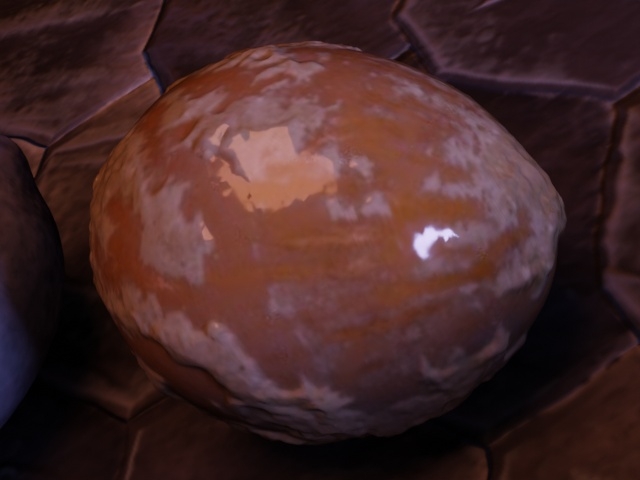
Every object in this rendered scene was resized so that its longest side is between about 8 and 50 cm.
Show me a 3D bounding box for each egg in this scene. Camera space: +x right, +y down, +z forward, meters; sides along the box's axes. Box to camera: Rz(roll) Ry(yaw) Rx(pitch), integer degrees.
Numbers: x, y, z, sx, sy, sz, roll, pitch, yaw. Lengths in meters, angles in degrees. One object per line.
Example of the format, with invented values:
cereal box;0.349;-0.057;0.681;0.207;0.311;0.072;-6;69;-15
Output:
egg;0.000;0.000;0.840;0.245;0.203;0.203;0;49;26

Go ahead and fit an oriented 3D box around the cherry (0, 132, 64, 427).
cherry;-0.288;0.048;0.997;0.296;0.218;0.255;-34;30;-7
